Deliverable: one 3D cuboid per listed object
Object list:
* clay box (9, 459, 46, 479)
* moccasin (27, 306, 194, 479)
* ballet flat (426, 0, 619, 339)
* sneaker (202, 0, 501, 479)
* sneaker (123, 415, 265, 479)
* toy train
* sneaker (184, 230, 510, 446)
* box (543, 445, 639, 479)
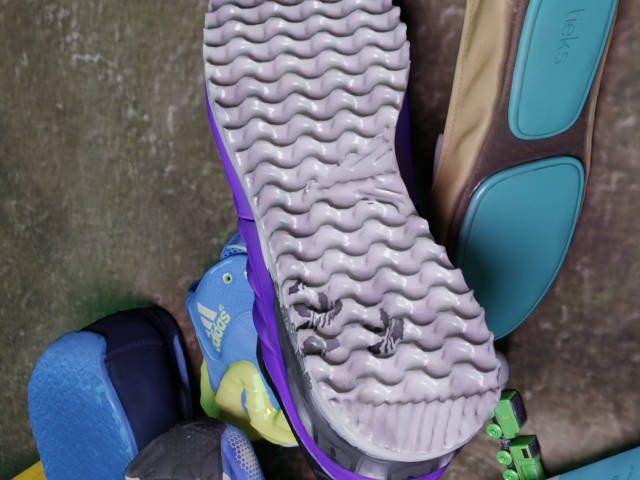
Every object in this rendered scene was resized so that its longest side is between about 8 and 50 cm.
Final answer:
[{"bbox_3d":[-0.270,0.262,1.123,0.053,0.222,0.127,37,135,21],"label":"clay box"},{"bbox_3d":[-0.099,0.208,1.016,0.138,0.117,0.342,12,118,29],"label":"moccasin"},{"bbox_3d":[0.091,-0.056,0.717,0.073,0.080,0.232,-123,34,-44],"label":"ballet flat"},{"bbox_3d":[-0.001,0.000,0.735,0.146,0.102,0.293,100,161,-56],"label":"sneaker"},{"bbox_3d":[-0.026,0.240,0.935,0.130,0.147,0.330,12,128,42],"label":"sneaker"},{"bbox_3d":[0.112,0.121,0.834,0.024,0.017,0.083,-12,107,35],"label":"toy train"},{"bbox_3d":[-0.005,0.051,0.843,0.240,0.091,0.126,-13,104,49],"label":"sneaker"},{"bbox_3d":[0.112,0.183,0.790,0.060,0.100,0.244,43,137,-16],"label":"box"}]
